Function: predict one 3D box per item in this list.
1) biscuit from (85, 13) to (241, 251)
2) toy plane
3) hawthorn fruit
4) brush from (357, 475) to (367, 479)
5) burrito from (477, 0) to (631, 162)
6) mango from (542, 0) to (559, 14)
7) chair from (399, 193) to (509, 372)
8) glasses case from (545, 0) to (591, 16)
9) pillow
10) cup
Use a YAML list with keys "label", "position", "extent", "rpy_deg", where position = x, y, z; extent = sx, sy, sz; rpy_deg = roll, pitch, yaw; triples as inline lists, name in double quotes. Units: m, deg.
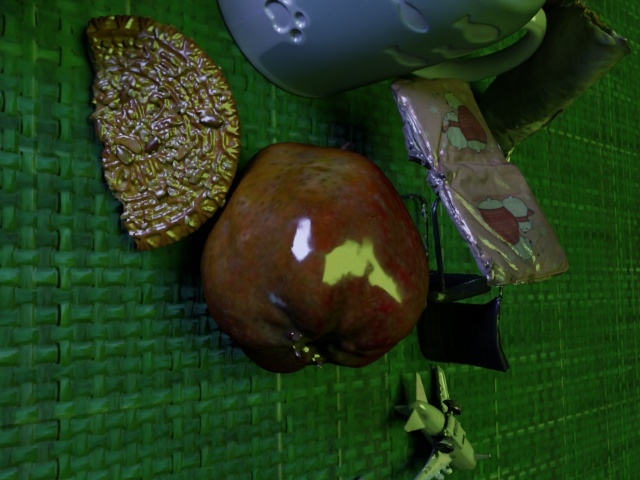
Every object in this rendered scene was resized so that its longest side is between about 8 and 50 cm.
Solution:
- label: "biscuit"
  position: [-0.133, -0.099, 0.634]
  extent: [0.025, 0.126, 0.206]
  rpy_deg: [-74, 152, -84]
- label: "toy plane"
  position: [0.154, 0.244, 0.917]
  extent: [0.171, 0.066, 0.162]
  rpy_deg: [44, 47, -28]
- label: "hawthorn fruit"
  position: [0.000, 0.000, 0.698]
  extent: [0.208, 0.208, 0.248]
  rpy_deg: [39, 42, -36]
- label: "brush"
  position: [-0.006, 0.347, 0.782]
  extent: [0.218, 0.010, 0.082]
  rpy_deg: [-32, 109, -41]
- label: "burrito"
  position: [0.287, -0.209, 0.929]
  extent: [0.107, 0.347, 0.175]
  rpy_deg: [30, 65, -1]
- label: "mango"
  position: [0.232, -0.466, 0.953]
  extent: [0.264, 0.221, 0.377]
  rpy_deg: [6, 67, -33]
- label: "chair"
  position: [0.135, 0.054, 0.865]
  extent: [0.145, 0.140, 0.220]
  rpy_deg: [-9, 97, -42]
- label: "glasses case"
  position: [0.345, -0.412, 1.151]
  extent: [0.248, 0.087, 0.065]
  rpy_deg: [42, 54, -37]
- label: "pillow"
  position: [0.160, -0.063, 0.766]
  extent: [0.135, 0.049, 0.248]
  rpy_deg: [-9, 66, -43]
- label: "cup"
  position: [0.107, -0.277, 0.766]
  extent: [0.357, 0.275, 0.259]
  rpy_deg: [30, 67, -39]
